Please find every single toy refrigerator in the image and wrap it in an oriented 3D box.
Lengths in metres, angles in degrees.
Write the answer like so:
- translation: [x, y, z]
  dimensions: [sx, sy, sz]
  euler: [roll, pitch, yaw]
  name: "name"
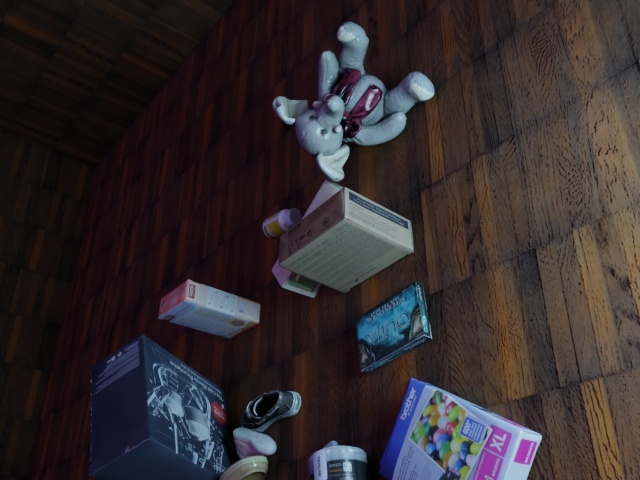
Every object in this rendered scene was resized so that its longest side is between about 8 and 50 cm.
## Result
- translation: [0.000, 0.000, 1.605]
  dimensions: [0.269, 0.102, 0.094]
  euler: [-58, 34, 14]
  name: "toy refrigerator"

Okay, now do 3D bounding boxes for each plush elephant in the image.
- translation: [0.044, -0.300, 1.554]
  dimensions: [0.255, 0.272, 0.330]
  euler: [-41, -6, -39]
  name: "plush elephant"

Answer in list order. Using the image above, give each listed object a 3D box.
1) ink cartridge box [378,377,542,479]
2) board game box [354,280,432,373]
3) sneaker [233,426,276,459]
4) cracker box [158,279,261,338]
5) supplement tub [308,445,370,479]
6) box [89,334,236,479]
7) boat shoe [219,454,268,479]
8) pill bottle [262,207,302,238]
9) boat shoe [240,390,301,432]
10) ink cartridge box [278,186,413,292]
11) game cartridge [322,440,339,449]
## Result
- translation: [0.210, 0.358, 1.129]
  dimensions: [0.311, 0.065, 0.185]
  euler: [13, 82, 59]
  name: "ink cartridge box"
- translation: [0.145, 0.180, 1.356]
  dimensions: [0.186, 0.026, 0.126]
  euler: [-39, 42, 37]
  name: "board game box"
- translation: [-0.155, 0.502, 1.590]
  dimensions: [0.134, 0.051, 0.070]
  euler: [10, 109, 40]
  name: "sneaker"
- translation: [-0.302, 0.192, 1.809]
  dimensions: [0.156, 0.232, 0.067]
  euler: [-31, 48, 43]
  name: "cracker box"
- translation: [0.040, 0.494, 1.239]
  dimensions: [0.117, 0.117, 0.190]
  euler: [-40, 41, 37]
  name: "supplement tub"
- translation: [-0.384, 0.464, 1.638]
  dimensions: [0.179, 0.343, 0.312]
  euler: [-32, 42, 11]
  name: "box"
- translation: [-0.193, 0.608, 1.539]
  dimensions: [0.285, 0.105, 0.089]
  euler: [-61, 36, 29]
  name: "boat shoe"
- translation: [-0.102, -0.049, 1.816]
  dimensions: [0.116, 0.065, 0.065]
  euler: [-24, 52, 48]
  name: "pill bottle"
- translation: [-0.139, 0.405, 1.595]
  dimensions: [0.219, 0.070, 0.077]
  euler: [-36, 44, 40]
  name: "boat shoe"
- translation: [0.052, 0.006, 1.439]
  dimensions: [0.235, 0.193, 0.088]
  euler: [-35, 43, 40]
  name: "ink cartridge box"
- translation: [0.014, 0.464, 1.390]
  dimensions: [0.083, 0.017, 0.056]
  euler: [-57, 30, 16]
  name: "game cartridge"
